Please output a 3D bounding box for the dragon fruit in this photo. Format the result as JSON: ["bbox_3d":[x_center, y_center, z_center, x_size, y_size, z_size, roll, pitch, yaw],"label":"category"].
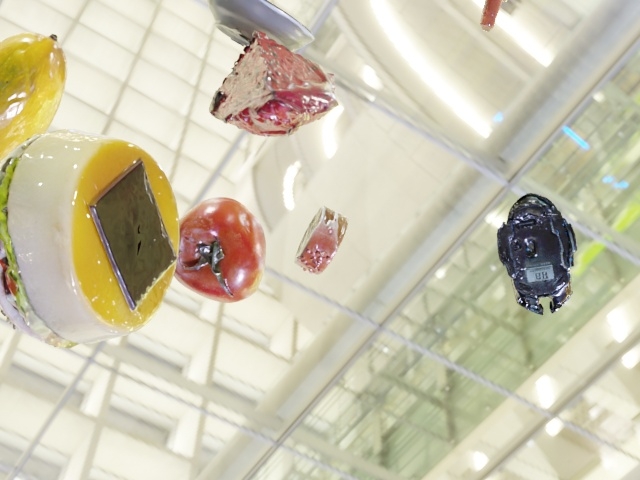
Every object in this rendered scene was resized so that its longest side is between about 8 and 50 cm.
[{"bbox_3d":[-0.122,-0.343,2.161,0.240,0.302,0.330,62,-174,-20],"label":"dragon fruit"}]

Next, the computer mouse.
[{"bbox_3d":[0.415,0.024,1.816,0.077,0.147,0.241,-41,-58,-75],"label":"computer mouse"}]

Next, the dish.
[{"bbox_3d":[-0.174,-0.545,2.416,0.317,0.106,0.316,28,-179,-1],"label":"dish"}]

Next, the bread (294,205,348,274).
[{"bbox_3d":[0.000,0.000,2.183,0.073,0.160,0.160,29,-149,-9],"label":"bread"}]

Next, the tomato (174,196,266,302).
[{"bbox_3d":[-0.169,0.016,1.659,0.187,0.187,0.151,43,-163,8],"label":"tomato"}]

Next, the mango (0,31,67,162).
[{"bbox_3d":[-0.588,-0.231,1.759,0.144,0.359,0.187,44,-160,22],"label":"mango"}]

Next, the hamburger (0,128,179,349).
[{"bbox_3d":[-0.321,-0.005,1.256,0.300,0.176,0.300,8,-99,-63],"label":"hamburger"}]

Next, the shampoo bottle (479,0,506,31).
[{"bbox_3d":[0.396,-0.586,2.096,0.086,0.244,0.085,15,-178,-1],"label":"shampoo bottle"}]
